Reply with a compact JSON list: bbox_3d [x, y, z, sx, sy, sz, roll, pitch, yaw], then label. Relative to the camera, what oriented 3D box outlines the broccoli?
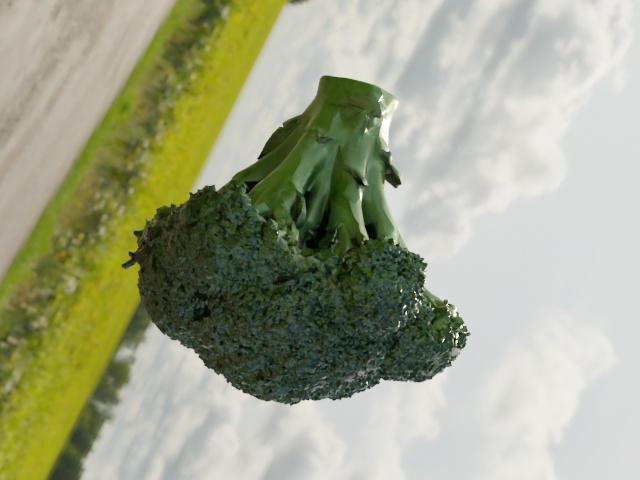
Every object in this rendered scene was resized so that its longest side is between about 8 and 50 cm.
[{"bbox_3d":[0.000,0.000,0.985,0.254,0.269,0.269,-10,-128,61],"label":"broccoli"}]
